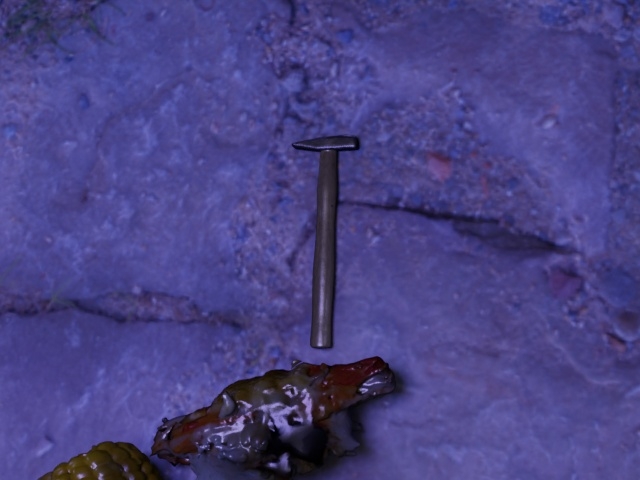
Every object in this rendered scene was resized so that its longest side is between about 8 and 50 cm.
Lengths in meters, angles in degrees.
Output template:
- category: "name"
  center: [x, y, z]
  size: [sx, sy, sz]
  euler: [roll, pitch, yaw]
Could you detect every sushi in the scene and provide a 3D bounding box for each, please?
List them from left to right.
- category: "sushi"
  center: [-0.041, 0.159, 1.068]
  size: [0.226, 0.097, 0.103]
  euler: [-24, 73, 9]

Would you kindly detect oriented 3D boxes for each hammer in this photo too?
- category: "hammer"
  center: [0.000, 0.000, 1.140]
  size: [0.062, 0.013, 0.198]
  euler: [0, 77, 13]

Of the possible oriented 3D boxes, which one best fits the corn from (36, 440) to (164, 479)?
- category: "corn"
  center: [-0.149, 0.342, 1.036]
  size: [0.131, 0.131, 0.344]
  euler: [-24, 73, 7]
